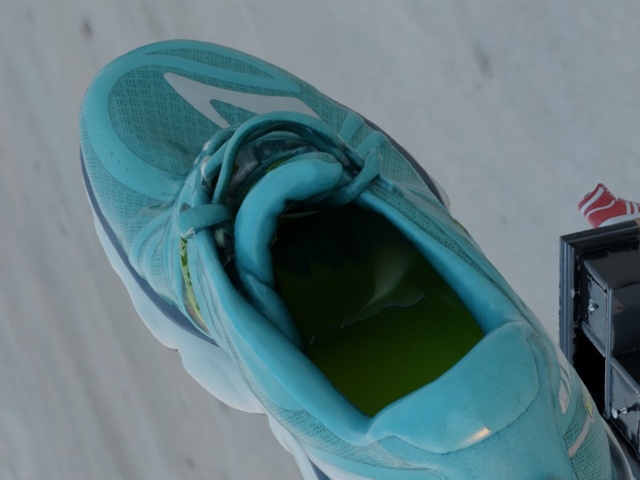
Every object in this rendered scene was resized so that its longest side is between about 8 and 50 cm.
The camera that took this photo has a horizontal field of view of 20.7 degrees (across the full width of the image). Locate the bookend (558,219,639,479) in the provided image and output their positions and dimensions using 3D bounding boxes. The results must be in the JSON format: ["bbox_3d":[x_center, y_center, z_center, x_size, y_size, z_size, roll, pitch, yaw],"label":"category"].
[{"bbox_3d":[0.262,0.092,1.456,0.157,0.072,0.156,-124,26,-56],"label":"bookend"}]

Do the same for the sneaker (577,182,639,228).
[{"bbox_3d":[0.356,-0.037,2.081,0.067,0.118,0.042,52,130,29],"label":"sneaker"}]

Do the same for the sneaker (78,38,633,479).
[{"bbox_3d":[0.000,0.000,0.521,0.275,0.107,0.110,45,166,47],"label":"sneaker"}]
